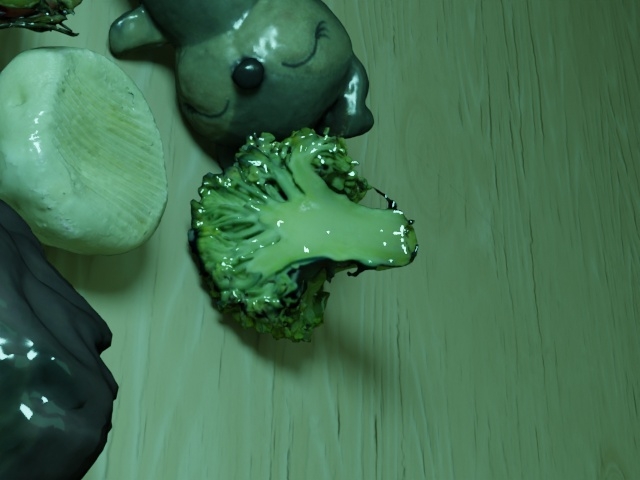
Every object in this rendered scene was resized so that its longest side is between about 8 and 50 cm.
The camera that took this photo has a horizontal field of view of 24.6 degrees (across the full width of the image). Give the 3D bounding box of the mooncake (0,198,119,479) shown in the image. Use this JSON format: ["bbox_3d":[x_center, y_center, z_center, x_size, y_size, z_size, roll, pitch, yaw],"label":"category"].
[{"bbox_3d":[-0.331,0.050,1.128,0.381,0.212,0.350,42,6,-38],"label":"mooncake"}]

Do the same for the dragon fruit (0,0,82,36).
[{"bbox_3d":[-0.340,-0.297,1.413,0.293,0.234,0.234,28,25,16],"label":"dragon fruit"}]

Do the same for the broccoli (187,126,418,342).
[{"bbox_3d":[-0.008,0.002,1.727,0.180,0.273,0.242,55,42,-73],"label":"broccoli"}]

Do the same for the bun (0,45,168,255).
[{"bbox_3d":[-0.260,-0.085,1.493,0.231,0.133,0.231,30,52,-48],"label":"bun"}]

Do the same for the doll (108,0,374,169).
[{"bbox_3d":[-0.075,-0.275,1.832,0.382,0.252,0.379,59,30,-19],"label":"doll"}]
